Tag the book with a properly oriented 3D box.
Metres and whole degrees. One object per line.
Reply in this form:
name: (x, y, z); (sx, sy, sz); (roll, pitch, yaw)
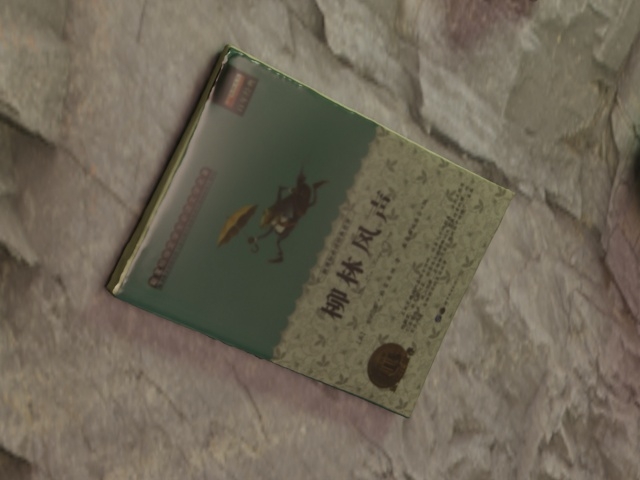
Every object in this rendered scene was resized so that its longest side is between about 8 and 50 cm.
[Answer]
book: (0.000, 0.000, 1.673); (0.379, 0.031, 0.264); (24, 91, -33)
